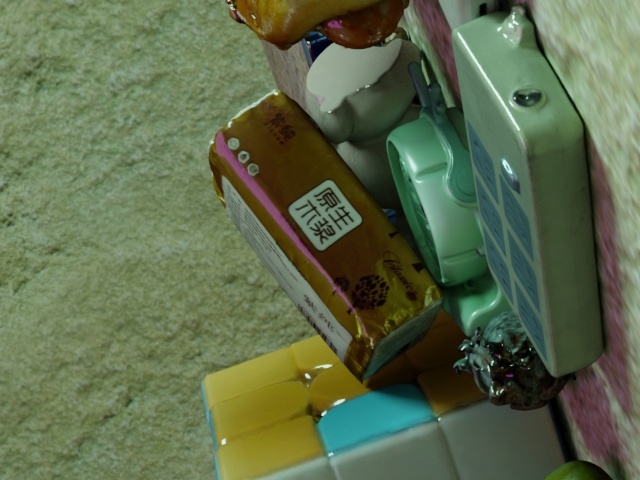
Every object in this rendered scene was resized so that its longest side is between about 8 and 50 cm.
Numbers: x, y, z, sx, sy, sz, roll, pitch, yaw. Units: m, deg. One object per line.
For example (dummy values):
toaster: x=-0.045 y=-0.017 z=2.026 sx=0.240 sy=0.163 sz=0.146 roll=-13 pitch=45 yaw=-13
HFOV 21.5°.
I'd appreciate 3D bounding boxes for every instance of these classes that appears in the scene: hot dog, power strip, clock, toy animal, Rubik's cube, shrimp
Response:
hot dog: x=-0.004 y=-0.235 z=1.292 sx=0.153 sy=0.150 sz=0.256 roll=86 pitch=166 yaw=-46
power strip: x=0.134 y=-0.026 z=1.074 sx=0.270 sy=0.046 sz=0.118 roll=75 pitch=175 yaw=-49
clock: x=0.103 y=-0.038 z=1.362 sx=0.159 sy=0.066 sz=0.211 roll=-122 pitch=13 yaw=-71
toy animal: x=0.062 y=-0.071 z=1.486 sx=0.124 sy=0.124 sz=0.212 roll=-115 pitch=0 yaw=-60
Rubik's cube: x=0.077 y=0.247 z=1.547 sx=0.291 sy=0.291 sz=0.290 roll=-116 pitch=7 yaw=-72
shrimp: x=0.140 y=0.088 z=1.229 sx=0.233 sy=0.090 sz=0.079 roll=14 pitch=-105 yaw=-77

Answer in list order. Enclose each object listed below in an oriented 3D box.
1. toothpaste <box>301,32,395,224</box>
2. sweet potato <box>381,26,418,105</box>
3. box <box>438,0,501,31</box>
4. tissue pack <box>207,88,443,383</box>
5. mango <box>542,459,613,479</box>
toothpaste: x=0.053 y=-0.096 z=1.756 sx=0.066 sy=0.076 sz=0.320 roll=-114 pitch=5 yaw=-52
sweet potato: x=0.063 y=-0.130 z=1.566 sx=0.206 sy=0.060 sz=0.068 roll=94 pitch=166 yaw=-61
box: x=0.050 y=-0.265 z=1.068 sx=0.142 sy=0.044 sz=0.285 roll=72 pitch=177 yaw=-72
tissue pack: x=0.000 y=0.000 z=1.422 sx=0.226 sy=0.092 sz=0.183 roll=55 pitch=167 yaw=11
mango: x=0.192 y=0.264 z=1.309 sx=0.267 sy=0.111 sz=0.133 roll=81 pitch=-178 yaw=-47
